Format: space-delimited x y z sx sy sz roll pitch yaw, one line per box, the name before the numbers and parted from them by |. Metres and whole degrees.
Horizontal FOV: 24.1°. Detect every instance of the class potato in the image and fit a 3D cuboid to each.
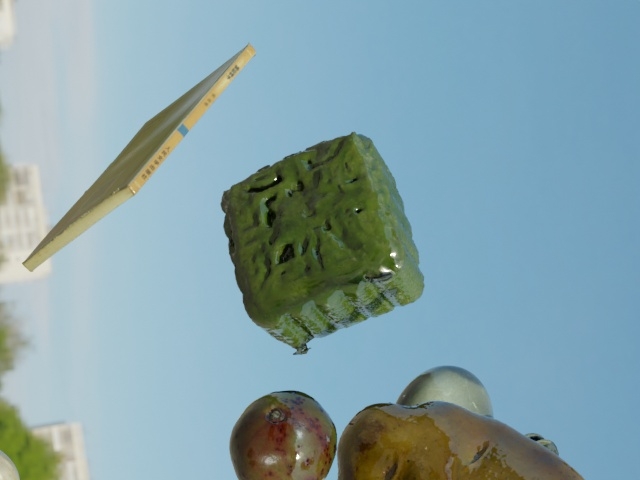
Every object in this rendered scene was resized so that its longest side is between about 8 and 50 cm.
potato | 0.182 0.309 1.715 0.369 0.195 0.176 21 -53 30

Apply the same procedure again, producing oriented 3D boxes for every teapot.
teapot | 0.232 0.299 2.245 0.251 0.183 0.184 23 -58 45

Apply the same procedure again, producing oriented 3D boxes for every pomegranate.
pomegranate | -0.036 0.229 1.645 0.130 0.130 0.130 173 -90 -74

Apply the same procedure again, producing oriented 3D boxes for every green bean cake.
green bean cake | 0.000 0.000 2.128 0.156 0.249 0.247 50 23 -58

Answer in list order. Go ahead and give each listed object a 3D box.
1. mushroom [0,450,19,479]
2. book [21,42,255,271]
mushroom | -0.349 0.248 1.506 0.079 0.085 0.085 -55 150 -60
book | -0.160 -0.076 1.349 0.018 0.242 0.170 47 -48 -12
